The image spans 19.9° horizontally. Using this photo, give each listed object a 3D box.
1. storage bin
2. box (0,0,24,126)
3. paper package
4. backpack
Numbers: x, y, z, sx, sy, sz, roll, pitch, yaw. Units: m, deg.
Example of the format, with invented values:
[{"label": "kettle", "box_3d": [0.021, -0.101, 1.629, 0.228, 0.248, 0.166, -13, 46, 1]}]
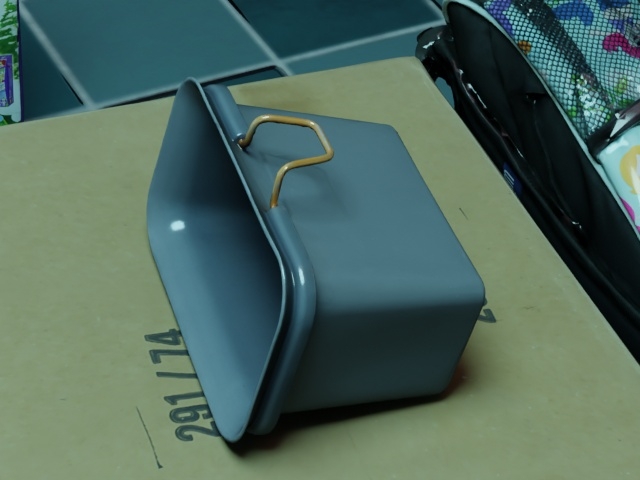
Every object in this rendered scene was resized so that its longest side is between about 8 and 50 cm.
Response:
[{"label": "storage bin", "box_3d": [0.000, 0.000, 0.688, 0.091, 0.098, 0.135, 0, 40, -25]}, {"label": "box", "box_3d": [-0.302, -0.107, 0.937, 0.293, 0.201, 0.057, -7, 43, -15]}, {"label": "paper package", "box_3d": [-0.029, 0.097, 0.762, 0.309, 0.168, 0.325, -11, 43, -21]}, {"label": "backpack", "box_3d": [0.185, -0.016, 0.860, 0.191, 0.225, 0.253, -26, 57, 1]}]
